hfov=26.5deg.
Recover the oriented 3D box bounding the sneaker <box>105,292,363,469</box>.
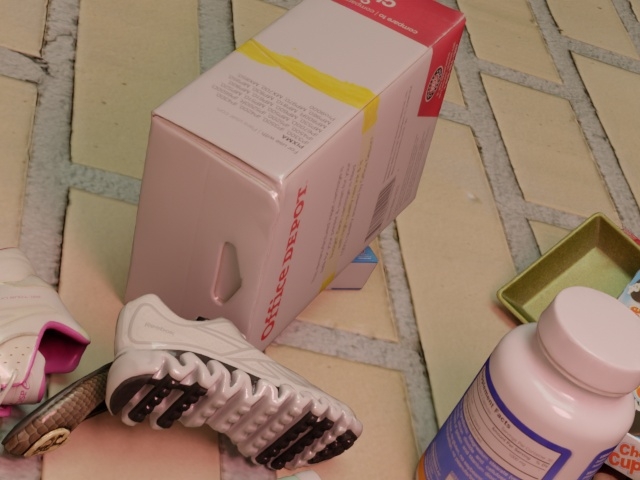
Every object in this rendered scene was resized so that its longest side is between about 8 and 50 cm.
[{"bbox_3d":[-0.075,0.135,1.304,0.292,0.110,0.118,27,36,-36],"label":"sneaker"}]

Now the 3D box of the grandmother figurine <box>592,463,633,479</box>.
[{"bbox_3d":[0.388,0.278,1.503,0.208,0.104,0.342,18,37,-30],"label":"grandmother figurine"}]

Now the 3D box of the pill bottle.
[{"bbox_3d":[0.216,0.178,1.353,0.152,0.272,0.152,19,35,-14],"label":"pill bottle"}]

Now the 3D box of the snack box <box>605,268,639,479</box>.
[{"bbox_3d":[0.393,0.150,1.543,0.187,0.060,0.322,29,40,17],"label":"snack box"}]

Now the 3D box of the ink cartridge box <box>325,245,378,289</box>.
[{"bbox_3d":[0.000,0.000,1.635,0.089,0.052,0.122,1,43,-34],"label":"ink cartridge box"}]

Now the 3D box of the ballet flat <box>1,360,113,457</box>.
[{"bbox_3d":[-0.200,0.149,1.287,0.058,0.084,0.250,58,34,1],"label":"ballet flat"}]

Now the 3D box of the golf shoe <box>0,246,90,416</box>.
[{"bbox_3d":[-0.325,0.110,1.212,0.140,0.115,0.306,39,36,10],"label":"golf shoe"}]

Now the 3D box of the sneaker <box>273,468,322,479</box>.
[{"bbox_3d":[-0.030,0.335,1.156,0.151,0.094,0.255,-16,64,-18],"label":"sneaker"}]

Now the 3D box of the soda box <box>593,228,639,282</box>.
[{"bbox_3d":[0.451,0.103,1.780,0.083,0.092,0.263,-14,53,-48],"label":"soda box"}]

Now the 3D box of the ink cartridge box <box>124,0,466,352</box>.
[{"bbox_3d":[-0.025,-0.085,1.459,0.160,0.279,0.385,30,44,16],"label":"ink cartridge box"}]

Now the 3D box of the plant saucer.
[{"bbox_3d":[0.350,0.085,1.717,0.188,0.045,0.188,-37,64,-16],"label":"plant saucer"}]
